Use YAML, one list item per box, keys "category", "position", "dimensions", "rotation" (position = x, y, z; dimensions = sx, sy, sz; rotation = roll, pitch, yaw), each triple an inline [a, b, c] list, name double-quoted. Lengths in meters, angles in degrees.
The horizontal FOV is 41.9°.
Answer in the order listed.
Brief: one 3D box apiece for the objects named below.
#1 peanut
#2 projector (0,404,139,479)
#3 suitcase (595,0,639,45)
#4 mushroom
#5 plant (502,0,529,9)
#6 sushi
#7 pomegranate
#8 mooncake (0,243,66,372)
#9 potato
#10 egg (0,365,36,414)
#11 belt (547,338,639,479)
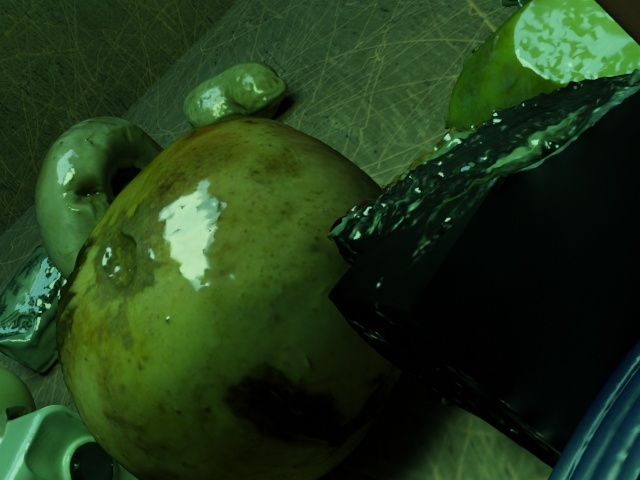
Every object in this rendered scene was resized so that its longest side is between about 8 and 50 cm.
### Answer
- category: "peanut"
  position: [-0.155, -0.252, 1.532]
  dimensions: [0.253, 0.122, 0.137]
  rotation: [-20, 35, 37]
- category: "projector"
  position: [-0.304, 0.293, 0.875]
  dimensions: [0.177, 0.163, 0.242]
  rotation: [-24, 34, 38]
- category: "suitcase"
  position: [0.274, -0.163, 0.426]
  dimensions: [0.236, 0.297, 0.161]
  rotation: [-24, -25, -28]
- category: "mushroom"
  position: [-0.270, -0.058, 1.268]
  dimensions: [0.290, 0.292, 0.292]
  rotation: [-9, 40, 28]
- category: "plant"
  position: [0.274, -0.331, 0.948]
  dimensions: [0.194, 0.129, 0.132]
  rotation: [-50, 22, -16]
- category: "sushi"
  position: [0.135, 0.008, 0.537]
  dimensions: [0.227, 0.215, 0.212]
  rotation: [-54, 25, -16]
- category: "pomegranate"
  position: [-0.066, 0.061, 0.707]
  dimensions: [0.322, 0.322, 0.322]
  rotation: [-36, 26, 21]
- category: "mooncake"
  position: [-0.497, 0.102, 1.517]
  dimensions: [0.250, 0.136, 0.254]
  rotation: [-57, 25, -13]
- category: "potato"
  position: [0.225, -0.129, 0.652]
  dimensions: [0.298, 0.176, 0.141]
  rotation: [-23, 62, 47]
- category: "egg"
  position: [-0.518, 0.284, 1.202]
  dimensions: [0.241, 0.186, 0.186]
  rotation: [-44, 24, 10]
- category: "belt"
  position: [0.189, 0.163, 0.334]
  dimensions: [0.212, 0.117, 0.347]
  rotation: [-8, 42, 55]
